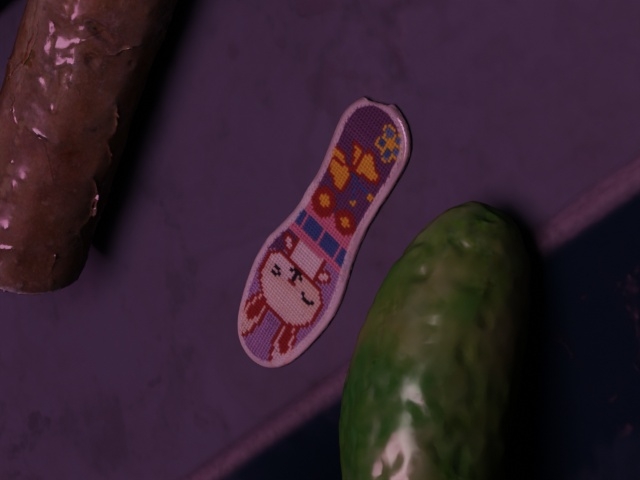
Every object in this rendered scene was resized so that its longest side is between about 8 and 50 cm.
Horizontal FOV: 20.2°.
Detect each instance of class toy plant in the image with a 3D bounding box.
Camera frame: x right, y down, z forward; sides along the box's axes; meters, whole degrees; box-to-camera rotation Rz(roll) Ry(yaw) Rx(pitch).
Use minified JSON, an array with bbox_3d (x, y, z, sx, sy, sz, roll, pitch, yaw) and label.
[{"bbox_3d":[0.079,0.206,0.902,0.317,0.210,0.356,-42,63,2],"label":"toy plant"}]

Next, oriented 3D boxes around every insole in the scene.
[{"bbox_3d":[0.000,0.000,1.042,0.065,0.004,0.197,46,125,24],"label":"insole"}]

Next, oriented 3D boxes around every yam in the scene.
[{"bbox_3d":[-0.149,-0.096,1.093,0.093,0.093,0.259,39,121,28],"label":"yam"}]
